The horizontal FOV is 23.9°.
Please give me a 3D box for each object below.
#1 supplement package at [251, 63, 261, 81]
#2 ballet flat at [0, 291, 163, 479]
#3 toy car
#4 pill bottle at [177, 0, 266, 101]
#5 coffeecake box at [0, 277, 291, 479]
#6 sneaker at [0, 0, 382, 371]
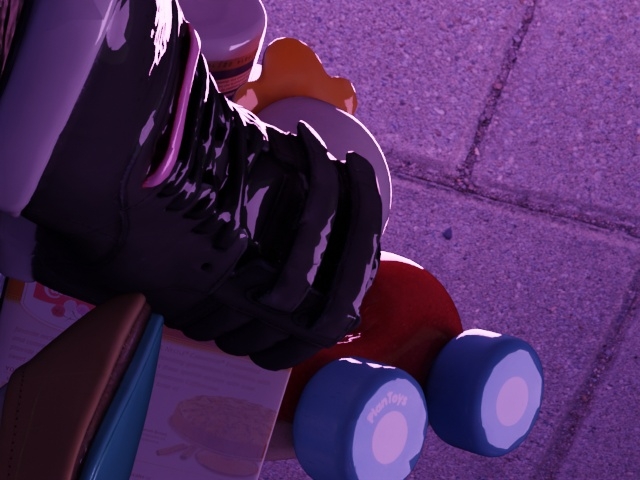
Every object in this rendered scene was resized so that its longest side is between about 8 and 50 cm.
[{"bbox_3d":[-0.105,-0.024,1.105,0.194,0.149,0.203,-96,-158,-72],"label":"supplement package"},{"bbox_3d":[-0.102,0.104,0.451,0.080,0.073,0.232,104,-3,-50],"label":"ballet flat"},{"bbox_3d":[0.000,0.000,0.895,0.219,0.210,0.238,13,-75,44],"label":"toy car"},{"bbox_3d":[-0.097,-0.078,0.918,0.094,0.094,0.169,-83,-170,-51],"label":"pill bottle"},{"bbox_3d":[-0.100,0.094,0.765,0.068,0.142,0.185,-97,-157,-72],"label":"coffeecake box"},{"bbox_3d":[-0.038,-0.028,0.533,0.296,0.147,0.104,124,-18,-74],"label":"sneaker"}]
